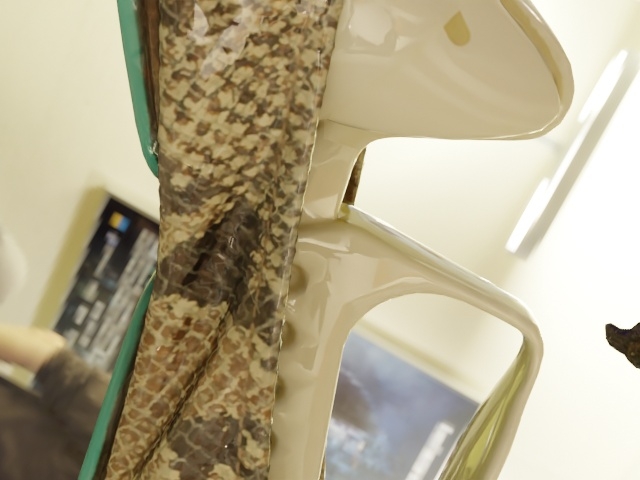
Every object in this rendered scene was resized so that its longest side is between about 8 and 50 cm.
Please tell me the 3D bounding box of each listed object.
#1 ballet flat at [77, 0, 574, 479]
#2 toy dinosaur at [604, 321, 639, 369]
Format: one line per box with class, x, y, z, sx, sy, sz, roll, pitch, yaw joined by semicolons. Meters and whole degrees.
ballet flat;0.000;0.000;0.511;0.164;0.182;0.482;-44;144;-71
toy dinosaur;0.066;0.061;0.187;0.268;0.064;0.118;-20;-129;57
